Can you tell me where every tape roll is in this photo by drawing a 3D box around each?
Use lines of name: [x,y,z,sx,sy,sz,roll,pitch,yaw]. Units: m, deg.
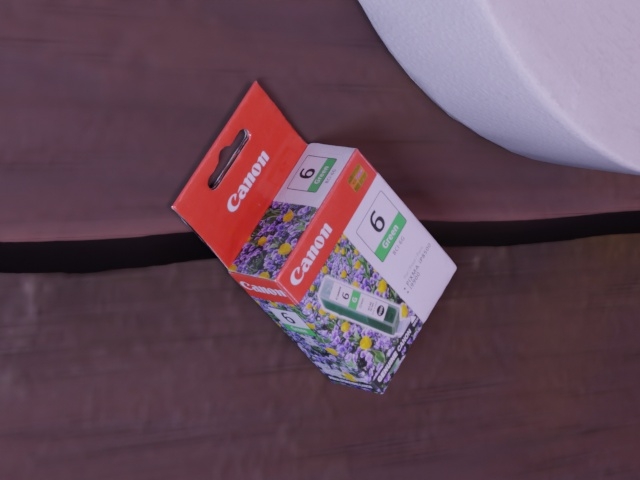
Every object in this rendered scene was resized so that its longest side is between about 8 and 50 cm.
tape roll: [0.145,-0.219,0.824,0.392,0.072,0.392,-10,104,-44]

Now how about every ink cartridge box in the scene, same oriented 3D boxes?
ink cartridge box: [0.000,0.000,0.745,0.115,0.029,0.063,49,64,-38]
